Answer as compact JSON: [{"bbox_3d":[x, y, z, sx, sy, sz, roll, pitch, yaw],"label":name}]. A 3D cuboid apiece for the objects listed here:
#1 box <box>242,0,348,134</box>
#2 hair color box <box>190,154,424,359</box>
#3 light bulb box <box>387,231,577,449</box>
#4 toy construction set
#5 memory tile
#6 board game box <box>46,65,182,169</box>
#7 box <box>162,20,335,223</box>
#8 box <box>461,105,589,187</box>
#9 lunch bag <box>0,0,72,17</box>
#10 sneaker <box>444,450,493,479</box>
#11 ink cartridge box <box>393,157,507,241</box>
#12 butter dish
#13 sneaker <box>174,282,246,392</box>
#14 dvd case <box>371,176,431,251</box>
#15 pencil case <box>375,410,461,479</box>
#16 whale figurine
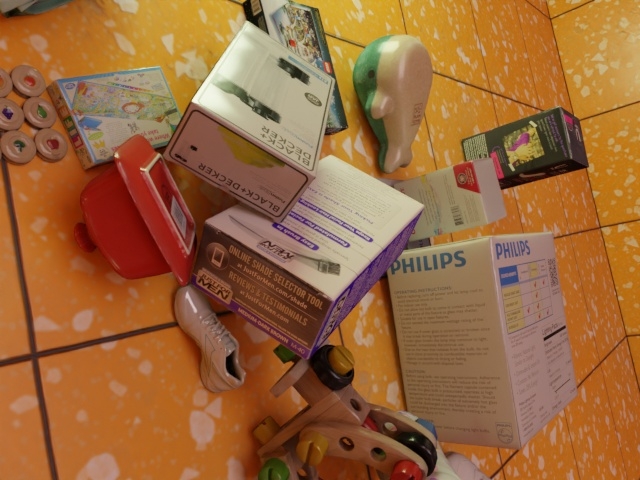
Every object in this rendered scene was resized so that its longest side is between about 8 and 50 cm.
[{"bbox_3d":[-0.039,-0.303,0.970,0.159,0.044,0.233,-13,89,-51],"label":"box"},{"bbox_3d":[0.000,0.000,0.780,0.185,0.110,0.339,31,31,15],"label":"hair color box"},{"bbox_3d":[0.335,0.176,1.111,0.358,0.225,0.361,-3,84,-51],"label":"light bulb box"},{"bbox_3d":[-0.033,0.267,0.698,0.237,0.257,0.309,51,50,-2],"label":"toy construction set"},{"bbox_3d":[-0.346,-0.130,0.573,0.148,0.012,0.113,-22,95,-51],"label":"memory tile"},{"bbox_3d":[-0.246,-0.157,0.691,0.154,0.026,0.103,-31,103,-50],"label":"board game box"},{"bbox_3d":[-0.079,-0.172,0.747,0.169,0.087,0.290,31,36,-15],"label":"box"},{"bbox_3d":[0.541,-0.233,1.465,0.165,0.270,0.143,2,78,-50],"label":"box"},{"bbox_3d":[-0.298,-0.389,0.603,0.262,0.160,0.223,-43,116,-35],"label":"lunch bag"},{"bbox_3d":[0.338,0.506,1.085,0.305,0.152,0.114,45,50,-30],"label":"sneaker"},{"bbox_3d":[0.265,-0.083,1.128,0.127,0.176,0.128,-17,93,-54],"label":"ink cartridge box"},{"bbox_3d":[-0.218,-0.022,0.619,0.160,0.118,0.159,-113,180,-69],"label":"butter dish"},{"bbox_3d":[-0.136,0.123,0.708,0.054,0.061,0.152,-30,100,-48],"label":"sneaker"},{"bbox_3d":[0.150,-0.039,1.132,0.253,0.022,0.180,-3,81,-51],"label":"dvd case"},{"bbox_3d":[0.143,0.356,0.819,0.273,0.114,0.124,-131,-144,-86],"label":"pencil case"},{"bbox_3d":[0.138,-0.280,1.136,0.216,0.141,0.272,-30,126,-50],"label":"whale figurine"}]
